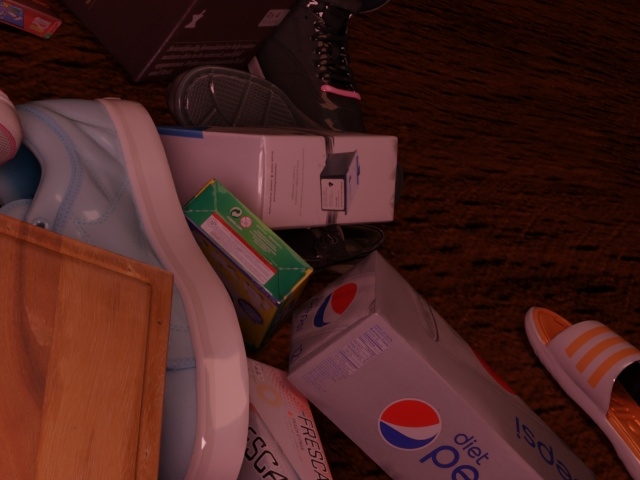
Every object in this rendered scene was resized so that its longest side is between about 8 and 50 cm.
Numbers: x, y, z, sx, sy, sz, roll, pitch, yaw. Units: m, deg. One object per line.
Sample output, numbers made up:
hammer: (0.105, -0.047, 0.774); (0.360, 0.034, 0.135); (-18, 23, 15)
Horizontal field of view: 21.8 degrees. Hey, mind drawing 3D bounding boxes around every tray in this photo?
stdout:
tray: (-0.186, 0.167, 0.801); (0.202, 0.076, 0.411); (20, 48, -25)

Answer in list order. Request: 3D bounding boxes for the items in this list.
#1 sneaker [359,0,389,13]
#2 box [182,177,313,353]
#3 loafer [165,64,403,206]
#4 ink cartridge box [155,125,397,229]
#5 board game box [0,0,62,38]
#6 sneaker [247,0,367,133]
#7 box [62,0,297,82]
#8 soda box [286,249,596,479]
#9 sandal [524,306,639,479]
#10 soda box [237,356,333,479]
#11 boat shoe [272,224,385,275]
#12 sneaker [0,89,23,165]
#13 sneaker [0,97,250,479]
sneaker: (-0.056, -0.331, 1.877); (0.321, 0.126, 0.127); (22, 25, -13)
box: (-0.067, 0.026, 1.293); (0.105, 0.043, 0.179); (43, -17, 6)
loafer: (-0.044, -0.087, 1.569); (0.267, 0.096, 0.084); (25, -7, -34)
ink cartridge box: (-0.044, -0.055, 1.406); (0.139, 0.082, 0.190); (7, 9, 36)
board game box: (-0.354, -0.265, 1.431); (0.281, 0.027, 0.145); (16, 35, -55)
sneaker: (0.003, -0.209, 1.732); (0.104, 0.147, 0.296); (14, 37, -46)
box: (-0.213, -0.334, 1.654); (0.381, 0.143, 0.191); (47, 26, 17)
soda box: (0.101, 0.146, 1.291); (0.286, 0.091, 0.098); (45, 21, -20)
sandal: (0.310, 0.152, 1.648); (0.102, 0.076, 0.265); (2, 45, -53)
soda box: (-0.033, 0.169, 1.181); (0.063, 0.058, 0.183); (22, 30, -33)
boat shoe: (0.000, 0.000, 1.503); (0.152, 0.049, 0.056); (-1, 49, -53)
sneaker: (-0.302, -0.036, 1.085); (0.252, 0.103, 0.111); (-16, 68, -37)
sneaker: (-0.164, 0.040, 1.164); (0.150, 0.135, 0.366); (-1, 42, -27)
